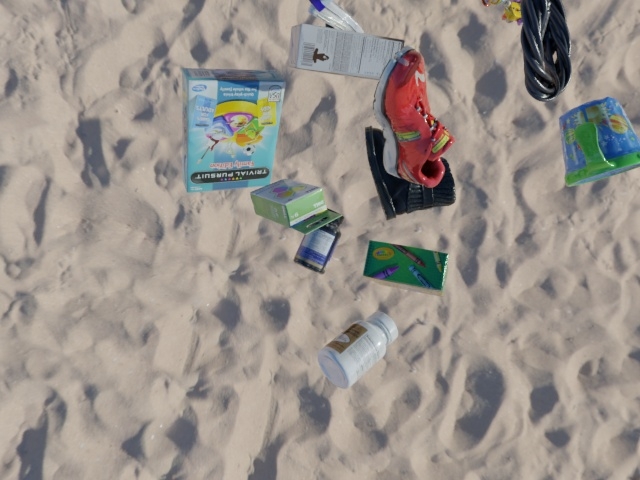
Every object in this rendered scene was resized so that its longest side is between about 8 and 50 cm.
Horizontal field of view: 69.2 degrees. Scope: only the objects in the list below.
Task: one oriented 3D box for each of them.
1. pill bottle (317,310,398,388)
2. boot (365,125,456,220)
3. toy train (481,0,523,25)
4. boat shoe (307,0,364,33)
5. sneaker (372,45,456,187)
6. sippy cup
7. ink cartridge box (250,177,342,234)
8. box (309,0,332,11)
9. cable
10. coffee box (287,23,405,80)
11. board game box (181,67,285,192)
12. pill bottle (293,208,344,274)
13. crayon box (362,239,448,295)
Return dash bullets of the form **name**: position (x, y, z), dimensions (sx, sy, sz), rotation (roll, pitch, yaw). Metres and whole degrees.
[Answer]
- **pill bottle**: position (0.113, 0.307, 1.338), dimensions (0.229, 0.131, 0.131), rotation (-33, 93, -31)
- **boot**: position (0.305, -0.255, 1.593), dimensions (0.260, 0.131, 0.348), rotation (-17, 106, 7)
- **toy train**: position (0.403, -0.535, 1.013), dimensions (0.166, 0.046, 0.125), rotation (16, 70, -33)
- **boat shoe**: position (0.057, -0.798, 1.686), dimensions (0.088, 0.267, 0.096), rotation (-45, 64, 25)
- **sneaker**: position (0.168, -0.194, 0.767), dimensions (0.118, 0.279, 0.107), rotation (34, 74, 31)
- **sippy cup**: position (0.853, -0.308, 1.430), dimensions (0.240, 0.305, 0.224), rotation (-15, 85, 4)
- **ink cartridge box**: position (-0.061, -0.085, 1.076), dimensions (0.109, 0.209, 0.062), rotation (-27, 121, -30)
- **box**: position (0.011, -0.456, 0.717), dimensions (0.137, 0.072, 0.126), rotation (-35, 59, 19)
- **cable**: position (0.276, -0.262, 0.566), dimensions (0.047, 0.150, 0.185), rotation (0, 81, 33)
- **coffee box**: position (0.056, -0.448, 1.112), dimensions (0.246, 0.141, 0.098), rotation (3, 112, -14)
- **board game box**: position (-0.248, -0.297, 1.283), dimensions (0.253, 0.336, 0.079), rotation (-9, 45, -25)
- **pill bottle**: position (0.000, 0.000, 1.633), dimensions (0.122, 0.123, 0.219), rotation (25, 85, -7)
- **crayon box**: position (0.205, 0.070, 1.068), dimensions (0.165, 0.278, 0.081), rotation (10, 84, 17)
